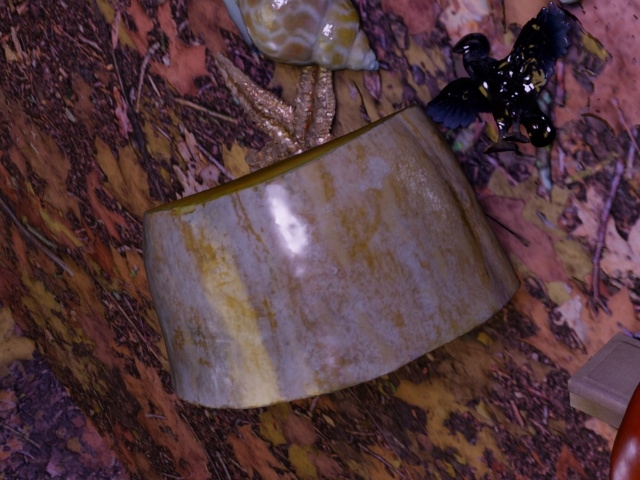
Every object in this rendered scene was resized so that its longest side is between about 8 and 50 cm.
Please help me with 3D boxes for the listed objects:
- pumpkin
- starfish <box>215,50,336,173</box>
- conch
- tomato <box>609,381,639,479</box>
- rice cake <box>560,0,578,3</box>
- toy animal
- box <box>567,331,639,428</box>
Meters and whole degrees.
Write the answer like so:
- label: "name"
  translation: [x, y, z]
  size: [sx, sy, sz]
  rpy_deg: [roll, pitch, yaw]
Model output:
- label: "pumpkin"
  translation: [0.000, 0.000, 1.065]
  size: [0.332, 0.332, 0.199]
  rpy_deg: [-3, 104, 55]
- label: "starfish"
  translation: [-0.034, -0.120, 1.239]
  size: [0.231, 0.048, 0.295]
  rpy_deg: [29, 138, 37]
- label: "conch"
  translation: [-0.034, -0.226, 1.090]
  size: [0.173, 0.106, 0.116]
  rpy_deg: [39, 138, 44]
- label: "tomato"
  translation: [0.353, 0.170, 0.800]
  size: [0.298, 0.226, 0.298]
  rpy_deg: [39, 143, 38]
- label: "rice cake"
  translation: [0.145, -0.255, 0.872]
  size: [0.180, 0.030, 0.042]
  rpy_deg: [56, 152, 2]
- label: "toy animal"
  translation: [0.151, -0.125, 0.978]
  size: [0.220, 0.062, 0.108]
  rpy_deg: [-43, 65, 60]
- label: "box"
  translation: [0.268, 0.125, 1.018]
  size: [0.083, 0.079, 0.035]
  rpy_deg: [24, 139, 42]
